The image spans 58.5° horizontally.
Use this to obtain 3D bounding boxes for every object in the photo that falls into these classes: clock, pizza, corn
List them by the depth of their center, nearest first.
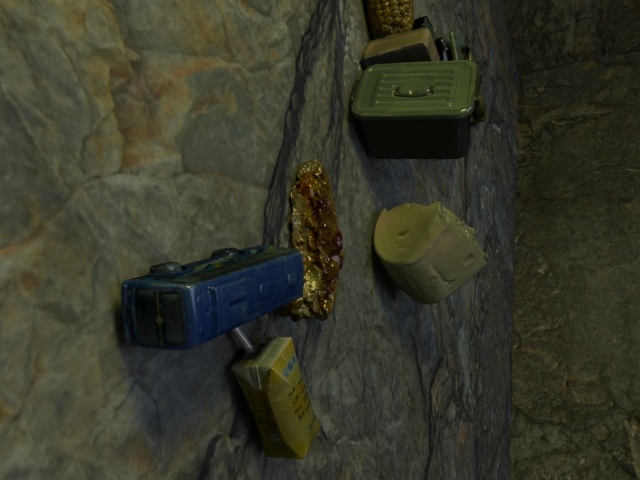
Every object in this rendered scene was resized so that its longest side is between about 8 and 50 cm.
[{"bbox_3d":[0.002,-0.001,0.887,0.127,0.058,0.246,26,60,-58],"label":"pizza"},{"bbox_3d":[0.136,-0.571,1.192,0.119,0.119,0.322,-31,117,-60],"label":"corn"},{"bbox_3d":[0.187,-0.336,1.206,0.192,0.147,0.071,58,38,-40],"label":"clock"}]

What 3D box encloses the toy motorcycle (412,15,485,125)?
[{"bbox_3d":[0.315,-0.402,1.444,0.410,0.168,0.237,-6,92,-63],"label":"toy motorcycle"}]

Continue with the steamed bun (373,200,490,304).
[{"bbox_3d":[0.213,0.000,1.171,0.225,0.200,0.170,49,4,-45],"label":"steamed bun"}]

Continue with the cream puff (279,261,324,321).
[{"bbox_3d":[-0.029,0.074,0.806,0.083,0.083,0.058,54,-16,28],"label":"cream puff"}]

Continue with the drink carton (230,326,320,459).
[{"bbox_3d":[-0.061,0.176,0.720,0.084,0.074,0.200,-50,130,-54],"label":"drink carton"}]

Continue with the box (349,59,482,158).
[{"bbox_3d":[0.189,-0.249,1.118,0.135,0.243,0.163,72,27,-49],"label":"box"}]

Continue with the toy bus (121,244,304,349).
[{"bbox_3d":[-0.106,0.052,0.631,0.236,0.094,0.079,-18,101,-62],"label":"toy bus"}]
